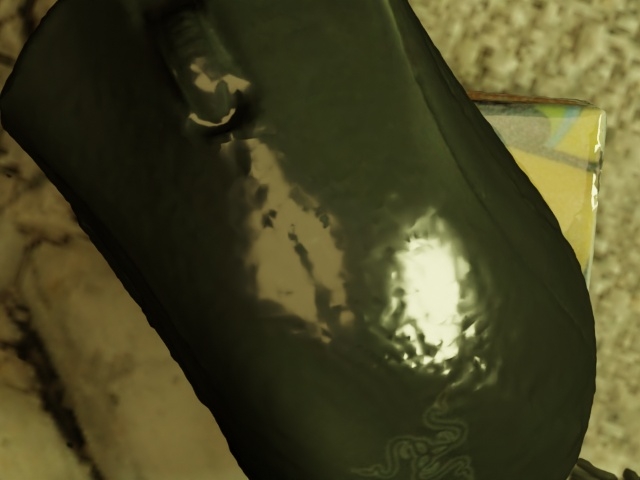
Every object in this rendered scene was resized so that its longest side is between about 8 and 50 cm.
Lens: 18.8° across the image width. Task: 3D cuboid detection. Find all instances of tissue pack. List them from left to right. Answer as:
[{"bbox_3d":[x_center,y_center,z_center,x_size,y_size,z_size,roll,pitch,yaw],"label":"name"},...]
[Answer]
[{"bbox_3d":[0.027,-0.004,0.720,0.148,0.060,0.109,5,102,3],"label":"tissue pack"}]

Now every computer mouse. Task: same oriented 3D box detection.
[{"bbox_3d":[0.000,0.000,0.651,0.147,0.088,0.264,-32,96,7],"label":"computer mouse"}]
